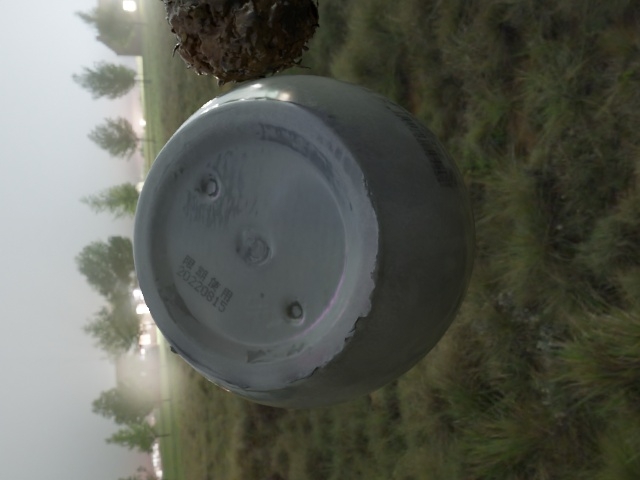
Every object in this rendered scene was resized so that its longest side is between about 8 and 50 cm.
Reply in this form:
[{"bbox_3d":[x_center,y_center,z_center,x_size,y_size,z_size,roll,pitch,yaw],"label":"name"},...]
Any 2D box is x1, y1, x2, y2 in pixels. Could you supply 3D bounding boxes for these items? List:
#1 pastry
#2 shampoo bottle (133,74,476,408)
[{"bbox_3d":[-0.138,-0.367,0.989,0.193,0.274,0.275,118,145,-58],"label":"pastry"},{"bbox_3d":[0.000,0.000,0.537,0.266,0.273,0.273,-1,-92,-64],"label":"shampoo bottle"}]
